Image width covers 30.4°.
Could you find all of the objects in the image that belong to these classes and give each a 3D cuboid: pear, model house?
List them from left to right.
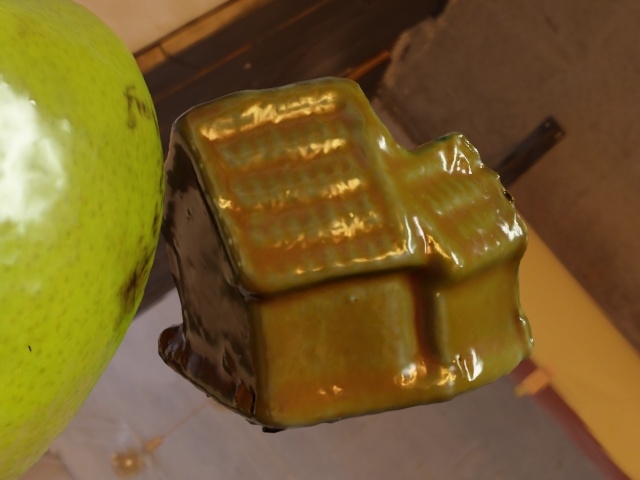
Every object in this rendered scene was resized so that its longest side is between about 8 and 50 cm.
[{"bbox_3d":[-0.285,-0.001,0.644,0.391,0.391,0.391,38,-31,29],"label":"pear"},{"bbox_3d":[0.009,-0.004,0.845,0.173,0.268,0.239,-125,-154,-65],"label":"model house"}]
